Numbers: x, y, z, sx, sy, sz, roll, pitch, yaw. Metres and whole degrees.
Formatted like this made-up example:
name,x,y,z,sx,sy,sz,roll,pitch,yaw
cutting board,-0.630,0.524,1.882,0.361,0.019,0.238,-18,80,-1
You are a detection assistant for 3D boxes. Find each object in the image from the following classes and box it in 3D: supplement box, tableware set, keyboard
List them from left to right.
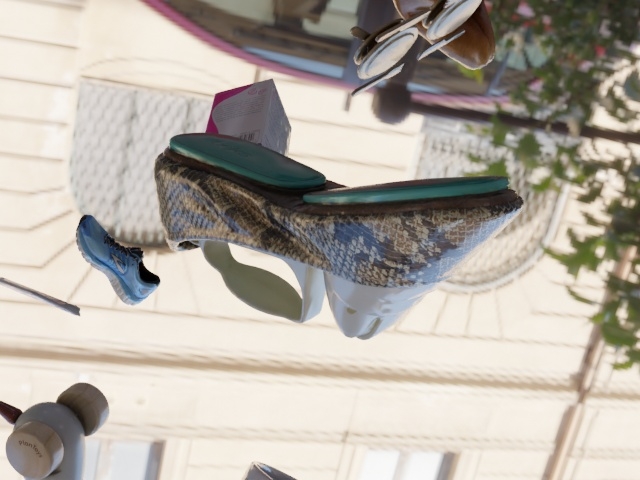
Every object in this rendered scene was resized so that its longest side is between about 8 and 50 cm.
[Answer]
name,x,y,z,sx,sy,sz,roll,pitch,yaw
keyboard,-0.398,0.063,1.372,0.072,0.014,0.256,25,171,-37
supplement box,-0.122,-0.162,1.742,0.111,0.114,0.220,-12,-142,14
tableware set,0.111,-0.254,1.225,0.194,0.128,0.039,-33,-103,-24

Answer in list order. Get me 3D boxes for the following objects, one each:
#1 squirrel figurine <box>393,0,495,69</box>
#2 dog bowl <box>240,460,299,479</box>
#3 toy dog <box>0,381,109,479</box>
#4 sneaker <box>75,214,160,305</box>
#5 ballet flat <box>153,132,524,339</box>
name,x,y,z,sx,sy,sz,roll,pitch,yaw
squirrel figurine,0.184,-0.476,1.263,0.397,0.281,0.370,34,154,-8
dog bowl,-0.003,0.401,1.366,0.265,0.104,0.265,30,173,4
toy dog,-0.443,0.369,1.609,0.161,0.333,0.220,17,-176,20
sneaker,-0.296,0.019,1.547,0.073,0.162,0.063,-27,-152,21
ballet flat,0.000,0.000,1.046,0.164,0.182,0.483,-11,-164,-42
